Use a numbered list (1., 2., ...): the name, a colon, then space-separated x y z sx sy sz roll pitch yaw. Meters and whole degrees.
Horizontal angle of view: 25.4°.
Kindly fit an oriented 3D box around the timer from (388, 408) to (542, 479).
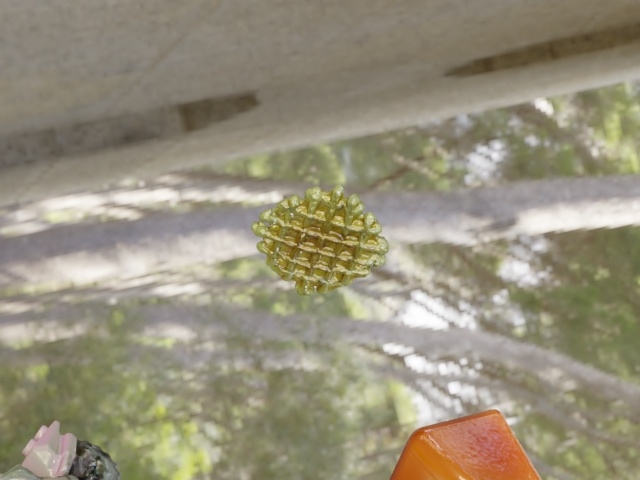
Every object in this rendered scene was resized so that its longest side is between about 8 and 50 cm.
1. timer: 0.204 0.403 1.931 0.250 0.161 0.257 48 -53 40

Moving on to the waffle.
1. waffle: 0.000 0.000 2.018 0.169 0.183 0.036 51 26 -26

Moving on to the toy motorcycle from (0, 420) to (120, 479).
1. toy motorcycle: -0.365 0.316 1.743 0.143 0.188 0.327 -54 -177 25
